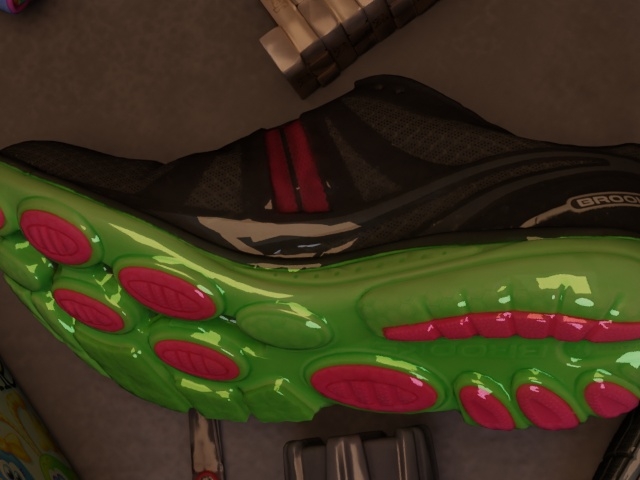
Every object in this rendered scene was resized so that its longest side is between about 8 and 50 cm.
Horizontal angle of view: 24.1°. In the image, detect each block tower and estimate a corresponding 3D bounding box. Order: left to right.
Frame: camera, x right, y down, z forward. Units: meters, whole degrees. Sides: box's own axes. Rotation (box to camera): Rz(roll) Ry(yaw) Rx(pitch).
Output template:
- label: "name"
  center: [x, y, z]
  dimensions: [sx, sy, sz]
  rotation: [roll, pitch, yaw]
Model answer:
- label: "block tower"
  center: [0.091, -0.236, 1.013]
  dimensions: [0.335, 0.091, 0.097]
  rotation: [-37, 78, 3]

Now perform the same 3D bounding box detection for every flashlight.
- label: "flashlight"
  center: [0.042, 0.273, 0.955]
  dimensions: [0.103, 0.103, 0.304]
  rotation: [-7, 82, 8]

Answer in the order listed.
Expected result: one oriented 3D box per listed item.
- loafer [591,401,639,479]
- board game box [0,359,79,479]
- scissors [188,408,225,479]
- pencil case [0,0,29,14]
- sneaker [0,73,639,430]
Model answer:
- label: "loafer"
  center: [0.240, 0.116, 0.948]
  dimensions: [0.084, 0.096, 0.267]
  rotation: [28, 87, 6]
- label: "board game box"
  center: [-0.254, 0.173, 0.989]
  dimensions: [0.144, 0.142, 0.275]
  rotation: [-38, 76, 5]
- label: "scissors"
  center: [-0.066, 0.185, 1.029]
  dimensions: [0.109, 0.021, 0.297]
  rotation: [8, 84, 13]
- label: "pencil case"
  center: [-0.296, -0.241, 1.078]
  dimensions: [0.236, 0.104, 0.104]
  rotation: [22, 88, 13]
- label: "sneaker"
  center: [0.000, 0.000, 0.975]
  dimensions: [0.483, 0.185, 0.202]
  rotation: [7, 45, 15]
